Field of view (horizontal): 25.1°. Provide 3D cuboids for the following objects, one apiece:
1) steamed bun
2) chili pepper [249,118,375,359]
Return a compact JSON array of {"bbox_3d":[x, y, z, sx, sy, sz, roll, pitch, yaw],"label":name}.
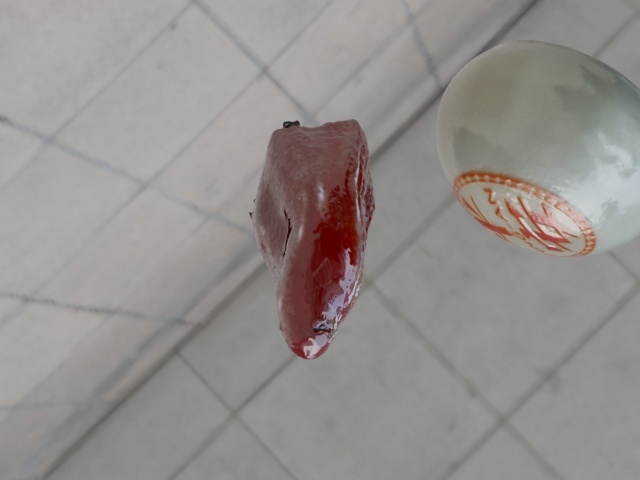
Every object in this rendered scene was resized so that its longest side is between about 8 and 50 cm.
[{"bbox_3d":[0.206,-0.068,1.337,0.145,0.232,0.232,-56,174,-21],"label":"steamed bun"},{"bbox_3d":[0.000,0.000,1.263,0.144,0.136,0.253,-39,-154,18],"label":"chili pepper"}]
